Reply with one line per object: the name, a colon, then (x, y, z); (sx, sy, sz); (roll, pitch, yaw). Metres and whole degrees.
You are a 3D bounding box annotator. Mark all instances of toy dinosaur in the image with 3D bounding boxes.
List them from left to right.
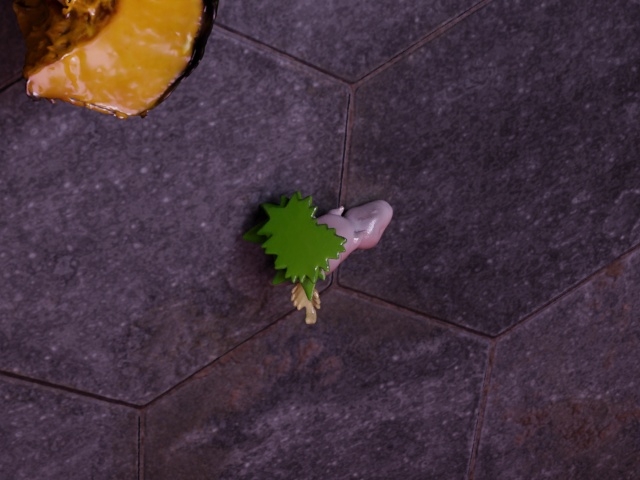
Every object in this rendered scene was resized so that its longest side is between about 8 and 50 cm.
toy dinosaur: (-0.006, -0.003, 2.127); (0.194, 0.152, 0.177); (-51, 159, 6)

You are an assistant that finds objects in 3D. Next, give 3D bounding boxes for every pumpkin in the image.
pumpkin: (-0.239, -0.308, 1.691); (0.256, 0.225, 0.303); (-12, 132, -9)
